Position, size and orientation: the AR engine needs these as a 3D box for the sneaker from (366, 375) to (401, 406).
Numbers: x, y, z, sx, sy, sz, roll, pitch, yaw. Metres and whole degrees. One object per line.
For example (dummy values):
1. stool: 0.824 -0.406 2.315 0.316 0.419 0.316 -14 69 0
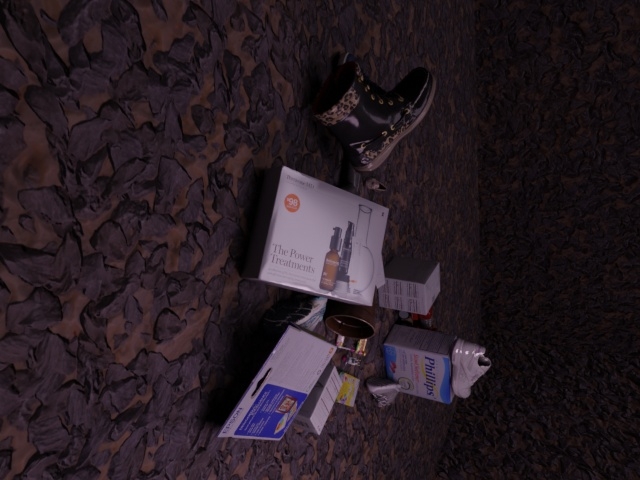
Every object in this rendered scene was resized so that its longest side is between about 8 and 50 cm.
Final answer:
1. sneaker: 0.262 0.636 2.059 0.281 0.105 0.116 33 73 -56

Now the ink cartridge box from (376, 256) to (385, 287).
1. ink cartridge box: 0.178 0.071 1.818 0.109 0.062 0.210 -18 103 -59

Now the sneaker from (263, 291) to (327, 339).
1. sneaker: -0.057 0.226 1.391 0.283 0.110 0.122 -27 122 -57

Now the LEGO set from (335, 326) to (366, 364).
1. LEGO set: 0.117 0.293 1.767 0.132 0.106 0.287 120 -17 -71

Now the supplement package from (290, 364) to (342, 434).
1. supplement package: -0.023 0.469 1.502 0.179 0.105 0.105 -60 143 -37

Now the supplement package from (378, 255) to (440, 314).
1. supplement package: 0.365 0.181 2.047 0.194 0.203 0.150 -40 130 -50

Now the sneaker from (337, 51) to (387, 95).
1. sneaker: 0.168 -0.465 1.611 0.350 0.148 0.131 50 53 -53

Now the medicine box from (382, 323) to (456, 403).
1. medicine box: 0.439 0.533 2.164 0.149 0.289 0.264 -45 133 -49

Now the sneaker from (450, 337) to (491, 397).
1. sneaker: 0.604 0.532 2.004 0.114 0.152 0.305 -53 141 -46

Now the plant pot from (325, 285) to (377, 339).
1. plant pot: 0.113 0.218 1.659 0.167 0.166 0.165 61 36 -47

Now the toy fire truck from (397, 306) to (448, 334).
1. toy fire truck: 0.476 0.372 2.221 0.158 0.246 0.217 -56 142 -56

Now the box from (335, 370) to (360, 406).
1. box: 0.082 0.528 1.772 0.179 0.043 0.105 47 56 -57

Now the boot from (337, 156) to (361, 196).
1. boot: 0.098 -0.223 1.611 0.189 0.075 0.209 14 90 -75

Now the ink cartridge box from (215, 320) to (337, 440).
1. ink cartridge box: -0.112 0.359 1.270 0.304 0.072 0.307 -56 146 -5

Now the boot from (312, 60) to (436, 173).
1. boot: 0.160 -0.414 1.458 0.377 0.138 0.284 -50 134 2

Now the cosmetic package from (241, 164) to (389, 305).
1. cosmetic package: 0.000 0.000 1.314 0.377 0.097 0.285 17 77 -36

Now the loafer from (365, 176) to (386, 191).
1. loafer: 0.207 -0.207 1.848 0.125 0.039 0.045 12 86 -61
